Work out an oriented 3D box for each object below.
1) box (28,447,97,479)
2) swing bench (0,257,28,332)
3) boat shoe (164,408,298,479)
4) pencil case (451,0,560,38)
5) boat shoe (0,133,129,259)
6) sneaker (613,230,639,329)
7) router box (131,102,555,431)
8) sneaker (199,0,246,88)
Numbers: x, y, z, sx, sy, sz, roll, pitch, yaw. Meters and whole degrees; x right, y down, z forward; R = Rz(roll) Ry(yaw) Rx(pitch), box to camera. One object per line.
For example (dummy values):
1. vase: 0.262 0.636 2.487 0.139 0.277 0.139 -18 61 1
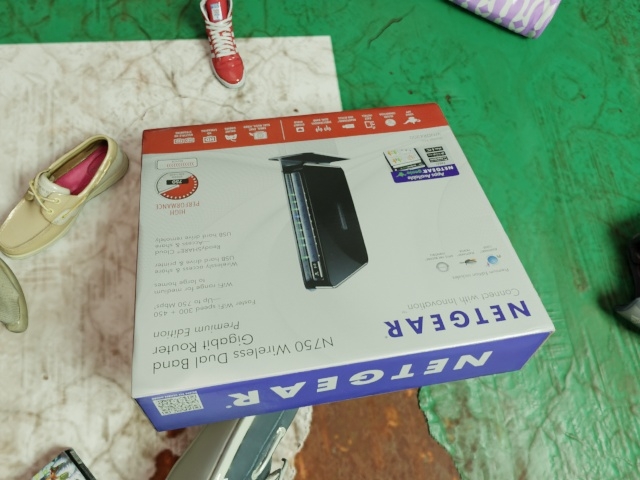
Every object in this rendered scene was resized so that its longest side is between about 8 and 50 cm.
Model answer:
1. box: -0.231 0.279 0.458 0.094 0.027 0.137 -41 81 -16
2. swing bench: -0.372 0.077 0.388 0.165 0.253 0.255 18 71 -1
3. boat shoe: -0.077 0.197 0.470 0.079 0.095 0.255 43 55 -25
4. pencil case: 0.239 -0.359 0.694 0.206 0.088 0.086 24 69 2
5. boat shoe: -0.286 -0.054 0.543 0.063 0.059 0.170 36 71 5
6. sneaker: 0.449 -0.005 0.598 0.121 0.111 0.300 26 69 6
7. router box: 0.000 0.000 0.495 0.335 0.082 0.301 -8 52 -8
8. sneaker: -0.122 -0.255 0.625 0.042 0.067 0.119 -15 75 -11
